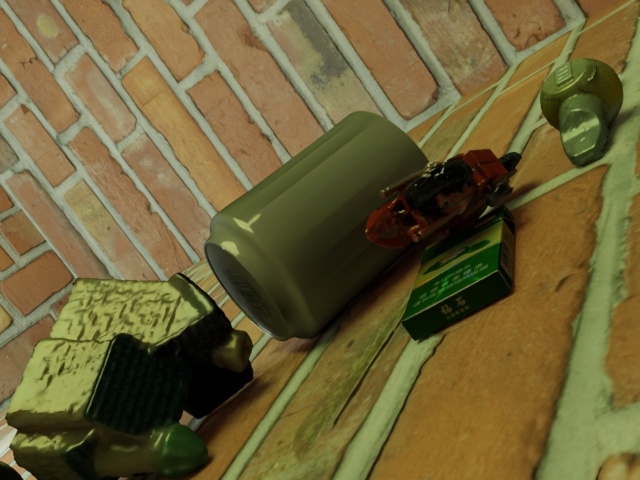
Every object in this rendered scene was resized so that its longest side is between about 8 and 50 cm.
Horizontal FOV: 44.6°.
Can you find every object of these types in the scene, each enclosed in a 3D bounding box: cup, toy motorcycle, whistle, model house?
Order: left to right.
[{"bbox_3d":[-0.240,0.209,1.110,0.284,0.243,0.299,-6,47,18],"label":"model house"},{"bbox_3d":[0.000,0.000,1.259,0.327,0.237,0.323,-41,-20,-21],"label":"cup"},{"bbox_3d":[0.182,-0.062,1.077,0.171,0.089,0.298,-35,-11,32],"label":"toy motorcycle"},{"bbox_3d":[0.390,-0.183,1.145,0.122,0.123,0.223,-30,32,34],"label":"whistle"}]

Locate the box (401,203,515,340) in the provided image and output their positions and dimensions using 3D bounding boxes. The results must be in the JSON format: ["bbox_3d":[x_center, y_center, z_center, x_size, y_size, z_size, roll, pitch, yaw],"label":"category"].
[{"bbox_3d":[0.177,0.033,0.967,0.132,0.034,0.235,-32,9,24],"label":"box"}]

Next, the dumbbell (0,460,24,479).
[{"bbox_3d":[-0.522,0.368,1.083,0.192,0.192,0.290,-41,32,-27],"label":"dumbbell"}]
